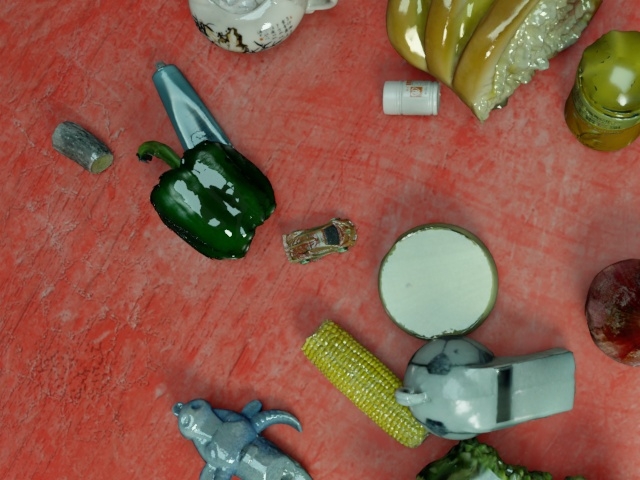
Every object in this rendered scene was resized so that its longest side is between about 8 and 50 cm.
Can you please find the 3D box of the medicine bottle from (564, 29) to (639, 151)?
[{"bbox_3d":[0.422,-0.210,1.090,0.124,0.239,0.124,-2,82,15],"label":"medicine bottle"}]

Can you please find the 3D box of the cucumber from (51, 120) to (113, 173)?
[{"bbox_3d":[-0.429,-0.167,1.368,0.112,0.064,0.064,33,91,12],"label":"cucumber"}]

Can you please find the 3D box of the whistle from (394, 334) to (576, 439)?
[{"bbox_3d":[0.227,0.213,1.125,0.163,0.290,0.163,5,96,56],"label":"whistle"}]

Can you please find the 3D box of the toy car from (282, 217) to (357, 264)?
[{"bbox_3d":[0.000,0.000,1.264,0.122,0.035,0.059,-17,76,12],"label":"toy car"}]

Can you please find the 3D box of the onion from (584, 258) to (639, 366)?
[{"bbox_3d":[0.454,0.106,1.070,0.159,0.195,0.159,1,94,14],"label":"onion"}]

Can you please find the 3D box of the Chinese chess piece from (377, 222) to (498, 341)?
[{"bbox_3d":[0.185,0.066,1.195,0.188,0.083,0.188,-1,87,12],"label":"Chinese chess piece"}]

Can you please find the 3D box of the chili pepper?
[{"bbox_3d":[-0.205,-0.085,1.252,0.261,0.165,0.174,38,100,3],"label":"chili pepper"}]

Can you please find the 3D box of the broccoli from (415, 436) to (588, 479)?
[{"bbox_3d":[0.255,0.443,1.048,0.338,0.317,0.277,27,105,52],"label":"broccoli"}]

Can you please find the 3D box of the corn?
[{"bbox_3d":[0.075,0.225,1.198,0.248,0.081,0.081,42,94,14],"label":"corn"}]

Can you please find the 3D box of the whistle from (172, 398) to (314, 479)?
[{"bbox_3d":[-0.129,0.339,1.225,0.269,0.093,0.180,28,65,13],"label":"whistle"}]

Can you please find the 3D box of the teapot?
[{"bbox_3d":[-0.109,-0.427,1.280,0.300,0.166,0.208,6,73,23],"label":"teapot"}]

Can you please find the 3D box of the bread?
[{"bbox_3d":[0.265,-0.375,1.152,0.316,0.211,0.270,-42,77,-3],"label":"bread"}]

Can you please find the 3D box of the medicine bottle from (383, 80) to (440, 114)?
[{"bbox_3d":[0.150,-0.234,1.245,0.089,0.057,0.057,3,84,14],"label":"medicine bottle"}]

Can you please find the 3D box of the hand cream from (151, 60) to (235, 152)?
[{"bbox_3d":[-0.235,-0.221,1.342,0.083,0.048,0.224,-32,83,7],"label":"hand cream"}]
